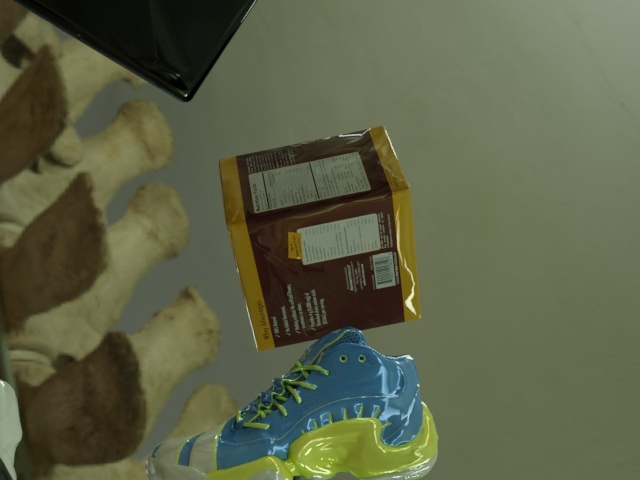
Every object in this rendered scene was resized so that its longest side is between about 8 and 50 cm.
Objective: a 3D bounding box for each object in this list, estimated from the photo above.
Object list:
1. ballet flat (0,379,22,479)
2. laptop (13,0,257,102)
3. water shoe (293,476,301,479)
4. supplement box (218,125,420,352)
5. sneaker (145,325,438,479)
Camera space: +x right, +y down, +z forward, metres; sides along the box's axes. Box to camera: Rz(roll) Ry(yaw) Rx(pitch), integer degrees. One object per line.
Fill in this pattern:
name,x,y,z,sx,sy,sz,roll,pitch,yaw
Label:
ballet flat,-0.273,0.114,0.627,0.280,0.096,0.095,43,-38,17
laptop,-0.198,-0.429,0.900,0.408,0.382,0.236,-54,-152,12
water shoe,-0.048,0.290,0.919,0.073,0.080,0.203,27,-51,21
supplement box,0.000,0.000,1.024,0.129,0.194,0.191,-104,-177,-51
sneaker,-0.021,0.132,0.717,0.091,0.240,0.126,164,-74,-63
